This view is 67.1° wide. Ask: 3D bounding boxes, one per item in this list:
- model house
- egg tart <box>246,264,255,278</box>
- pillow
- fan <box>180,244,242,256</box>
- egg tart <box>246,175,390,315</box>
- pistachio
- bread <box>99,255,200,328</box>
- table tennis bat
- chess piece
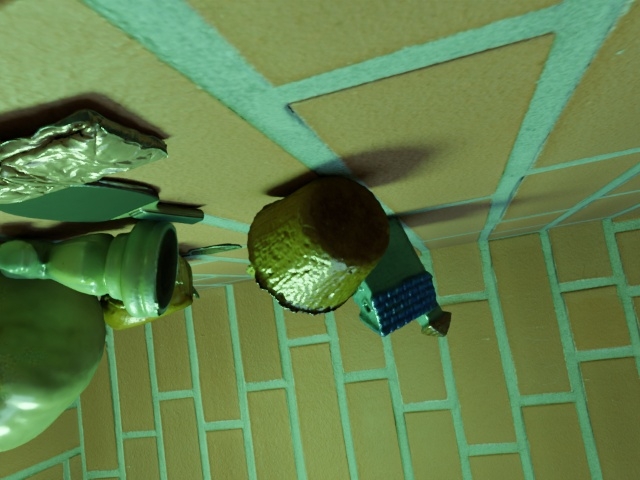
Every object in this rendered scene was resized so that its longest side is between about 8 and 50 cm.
[{"bbox_3d":[0.167,0.151,1.268,0.252,0.329,0.295,-29,166,-23],"label":"model house"},{"bbox_3d":[-0.075,0.042,1.369,0.279,0.094,0.279,-14,171,-2],"label":"egg tart"},{"bbox_3d":[-0.276,-0.071,0.460,0.233,0.043,0.126,-12,177,8],"label":"pillow"},{"bbox_3d":[-0.325,0.034,1.312,0.220,0.009,0.132,-10,172,10],"label":"fan"},{"bbox_3d":[0.000,0.000,0.766,0.215,0.215,0.171,-4,157,-31],"label":"egg tart"},{"bbox_3d":[-0.588,0.200,0.951,0.282,0.364,0.445,-7,-163,-2],"label":"pistachio"},{"bbox_3d":[-0.454,0.139,1.272,0.236,0.183,0.388,-5,170,-9],"label":"bread"},{"bbox_3d":[-0.288,-0.047,0.687,0.174,0.022,0.301,-14,170,33],"label":"table tennis bat"},{"bbox_3d":[-0.404,0.037,0.816,0.299,0.175,0.176,4,172,-2],"label":"chess piece"}]
